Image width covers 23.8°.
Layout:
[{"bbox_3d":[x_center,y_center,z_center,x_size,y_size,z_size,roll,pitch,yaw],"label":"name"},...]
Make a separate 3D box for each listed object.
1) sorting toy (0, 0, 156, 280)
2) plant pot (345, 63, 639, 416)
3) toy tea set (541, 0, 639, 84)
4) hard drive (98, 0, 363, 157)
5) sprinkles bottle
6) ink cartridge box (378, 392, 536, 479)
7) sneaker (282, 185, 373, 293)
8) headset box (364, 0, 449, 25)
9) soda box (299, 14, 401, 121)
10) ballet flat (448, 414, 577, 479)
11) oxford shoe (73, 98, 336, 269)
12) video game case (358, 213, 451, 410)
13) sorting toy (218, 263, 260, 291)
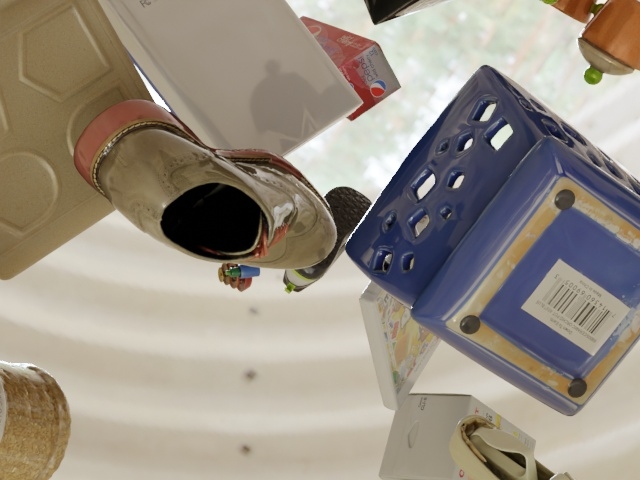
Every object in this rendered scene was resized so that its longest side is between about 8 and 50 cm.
[{"bbox_3d":[-0.298,-0.083,1.371,0.041,0.307,0.229,23,144,60],"label":"sorting toy"},{"bbox_3d":[0.195,0.012,1.406,0.236,0.236,0.212,33,-170,-24],"label":"plant pot"},{"bbox_3d":[0.208,-0.253,1.587,0.200,0.124,0.336,21,-162,-31],"label":"toy tea set"},{"bbox_3d":[-0.120,-0.232,1.700,0.210,0.040,0.318,-36,-92,-38],"label":"hard drive"},{"bbox_3d":[-0.349,0.131,1.195,0.121,0.121,0.355,46,-169,29],"label":"sprinkles bottle"},{"bbox_3d":[0.189,0.299,2.085,0.127,0.128,0.176,-5,151,41],"label":"ink cartridge box"},{"bbox_3d":[0.000,0.000,2.426,0.084,0.097,0.234,39,-135,3],"label":"sneaker"},{"bbox_3d":[0.145,-0.328,1.259,0.293,0.110,0.218,-22,-90,-27],"label":"headset box"},{"bbox_3d":[0.008,-0.254,2.208,0.083,0.092,0.263,62,166,-26],"label":"soda box"},{"bbox_3d":[0.248,0.286,1.759,0.248,0.086,0.086,36,-162,29],"label":"ballet flat"},{"bbox_3d":[-0.080,-0.014,1.400,0.348,0.123,0.130,19,-156,-54],"label":"oxford shoe"},{"bbox_3d":[0.124,0.077,1.958,0.026,0.227,0.206,17,-126,27],"label":"video game case"},{"bbox_3d":[-0.104,0.024,1.884,0.042,0.102,0.061,-6,-141,-22],"label":"sorting toy"}]
